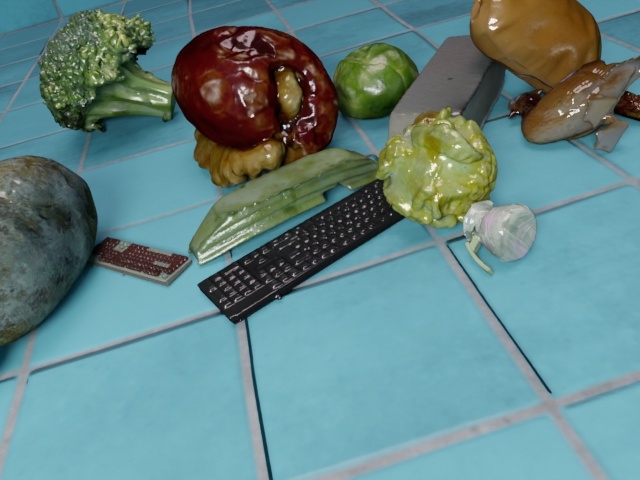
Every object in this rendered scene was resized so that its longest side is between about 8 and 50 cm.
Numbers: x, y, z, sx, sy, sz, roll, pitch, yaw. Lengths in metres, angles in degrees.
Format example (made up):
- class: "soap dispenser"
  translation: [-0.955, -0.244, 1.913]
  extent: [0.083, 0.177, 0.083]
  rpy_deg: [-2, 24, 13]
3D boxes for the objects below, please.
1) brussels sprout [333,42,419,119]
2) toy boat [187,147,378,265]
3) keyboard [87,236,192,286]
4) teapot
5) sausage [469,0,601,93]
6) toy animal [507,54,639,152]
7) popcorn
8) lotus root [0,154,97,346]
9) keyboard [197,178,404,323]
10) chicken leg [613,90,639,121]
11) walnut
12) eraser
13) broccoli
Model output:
- class: "brussels sprout"
  translation: [0.092, -0.272, 0.972]
  extent: [0.154, 0.118, 0.155]
  rpy_deg: [-6, 46, 6]
- class: "toy boat"
  translation: [-0.049, -0.059, 0.785]
  extent: [0.292, 0.055, 0.093]
  rpy_deg: [-28, 35, -18]
- class: "keyboard"
  translation: [-0.250, 0.025, 0.773]
  extent: [0.165, 0.017, 0.055]
  rpy_deg: [11, 44, 31]
- class: "teapot"
  translation: [0.191, -0.006, 0.634]
  extent: [0.064, 0.064, 0.083]
  rpy_deg: [26, 83, 51]
- class: "sausage"
  translation: [0.329, -0.307, 0.869]
  extent: [0.241, 0.136, 0.120]
  rpy_deg: [19, 1, -24]
- class: "toy animal"
  translation: [0.360, -0.202, 0.801]
  extent: [0.188, 0.089, 0.179]
  rpy_deg: [-37, 31, 6]
- class: "popcorn"
  translation: [0.141, -0.082, 0.690]
  extent: [0.141, 0.135, 0.162]
  rpy_deg: [-43, 12, -6]
- class: "lotus root"
  translation: [-0.382, 0.015, 0.706]
  extent: [0.174, 0.175, 0.350]
  rpy_deg: [-9, 41, 8]
- class: "keyboard"
  translation: [0.000, 0.000, 0.720]
  extent: [0.309, 0.018, 0.101]
  rpy_deg: [-31, 38, -22]
- class: "chicken leg"
  translation: [0.443, -0.191, 0.810]
  extent: [0.062, 0.038, 0.145]
  rpy_deg: [-11, 30, -35]
- class: "walnut"
  translation: [-0.115, -0.201, 0.897]
  extent: [0.221, 0.244, 0.269]
  rpy_deg: [9, 7, -38]
- class: "eraser"
  translation: [0.207, -0.223, 0.903]
  extent: [0.111, 0.077, 0.353]
  rpy_deg: [5, 40, 29]
- class: "broccoli"
  translation: [-0.424, -0.332, 1.131]
  extent: [0.259, 0.236, 0.288]
  rpy_deg: [-10, 32, 4]
